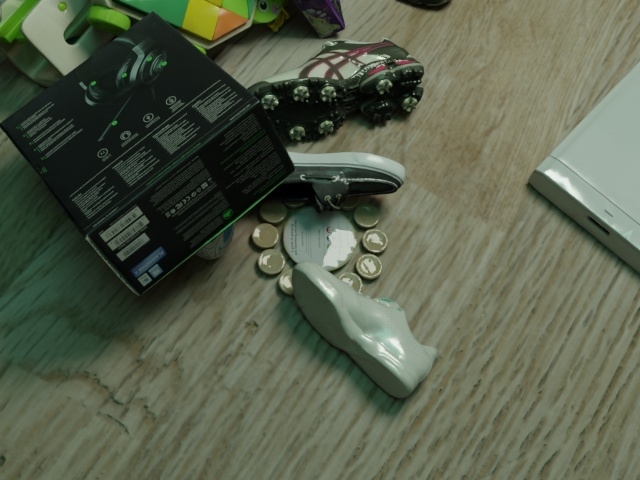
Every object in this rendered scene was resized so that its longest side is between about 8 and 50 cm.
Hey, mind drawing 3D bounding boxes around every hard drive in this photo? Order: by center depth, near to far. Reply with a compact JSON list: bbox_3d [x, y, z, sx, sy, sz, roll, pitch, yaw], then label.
[{"bbox_3d":[0.498,-0.128,1.324,0.233,0.047,0.353,41,66,12],"label":"hard drive"}]

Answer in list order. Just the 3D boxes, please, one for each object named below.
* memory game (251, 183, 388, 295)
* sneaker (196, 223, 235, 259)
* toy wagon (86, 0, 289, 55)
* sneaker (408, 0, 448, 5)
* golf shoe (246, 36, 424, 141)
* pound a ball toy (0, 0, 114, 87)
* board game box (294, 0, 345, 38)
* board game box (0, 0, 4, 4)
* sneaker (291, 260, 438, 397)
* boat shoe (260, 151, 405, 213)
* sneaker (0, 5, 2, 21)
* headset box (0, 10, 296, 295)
[{"bbox_3d":[0.000,0.000,1.216,0.186,0.012,0.186,3,64,-6],"label":"memory game"},{"bbox_3d":[-0.158,-0.092,1.200,0.085,0.086,0.237,-9,64,-10],"label":"sneaker"},{"bbox_3d":[-0.165,-0.380,1.241,0.344,0.068,0.267,16,87,-38],"label":"toy wagon"},{"bbox_3d":[0.110,-0.471,1.402,0.267,0.106,0.101,44,66,6],"label":"sneaker"},{"bbox_3d":[0.009,-0.219,1.289,0.273,0.105,0.120,-12,50,-19],"label":"golf shoe"},{"bbox_3d":[-0.326,-0.365,1.297,0.208,0.136,0.319,13,62,46],"label":"pound a ball toy"},{"bbox_3d":[-0.043,-0.497,1.349,0.056,0.208,0.346,-15,65,13],"label":"board game box"},{"bbox_3d":[-0.503,-0.337,1.310,0.090,0.020,0.090,37,65,10],"label":"board game box"},{"bbox_3d":[0.056,0.095,1.148,0.212,0.080,0.094,46,60,3],"label":"sneaker"},{"bbox_3d":[-0.003,-0.072,1.202,0.229,0.080,0.076,5,69,-3],"label":"boat shoe"},{"bbox_3d":[-0.528,-0.193,1.153,0.295,0.124,0.178,-22,69,11],"label":"sneaker"},{"bbox_3d":[-0.218,-0.118,1.111,0.246,0.131,0.283,-40,52,-10],"label":"headset box"}]
